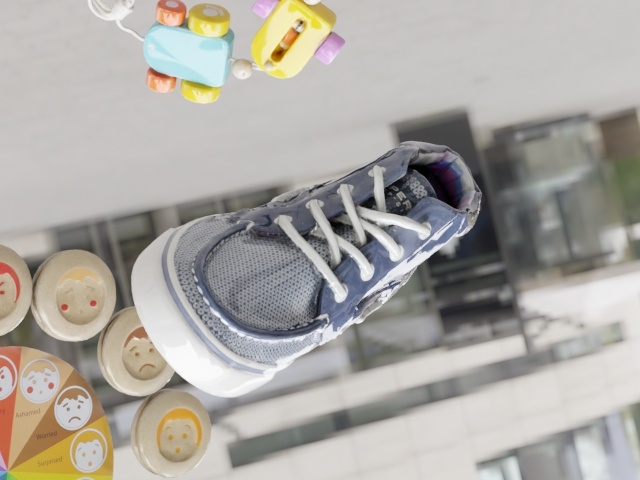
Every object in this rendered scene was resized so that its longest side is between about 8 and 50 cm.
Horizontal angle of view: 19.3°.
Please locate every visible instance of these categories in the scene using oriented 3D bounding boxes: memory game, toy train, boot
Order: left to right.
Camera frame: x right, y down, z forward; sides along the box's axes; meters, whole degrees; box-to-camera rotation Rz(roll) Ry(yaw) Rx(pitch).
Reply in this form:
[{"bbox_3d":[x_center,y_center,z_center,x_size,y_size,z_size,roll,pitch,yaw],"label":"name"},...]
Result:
[{"bbox_3d":[-0.118,0.091,0.733,0.186,0.186,0.012,-13,-171,-37],"label":"memory game"},{"bbox_3d":[-0.049,-0.152,1.116,0.166,0.125,0.046,-20,-157,27],"label":"toy train"},{"bbox_3d":[0.000,0.000,0.720,0.086,0.069,0.190,-36,177,20],"label":"boot"}]
